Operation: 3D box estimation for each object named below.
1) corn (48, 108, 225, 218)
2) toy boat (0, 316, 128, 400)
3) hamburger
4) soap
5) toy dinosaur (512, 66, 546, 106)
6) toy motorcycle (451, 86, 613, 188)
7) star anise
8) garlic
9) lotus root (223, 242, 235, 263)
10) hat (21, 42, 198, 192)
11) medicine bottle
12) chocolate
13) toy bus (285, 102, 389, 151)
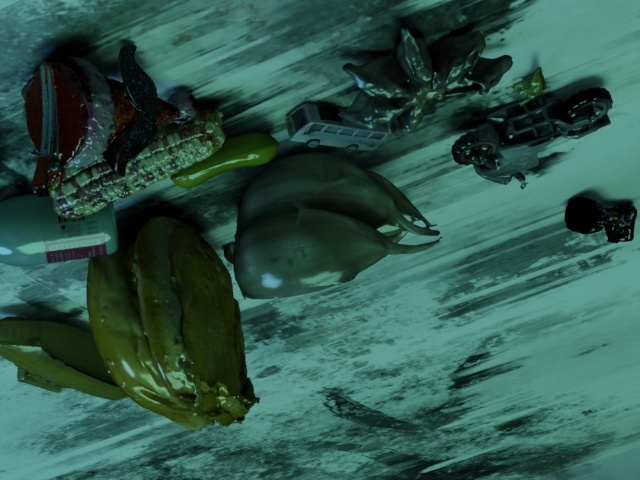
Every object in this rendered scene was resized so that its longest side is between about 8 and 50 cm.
[{"bbox_3d":[-0.220,-0.093,1.846,0.237,0.079,0.079,-20,155,14],"label":"corn"},{"bbox_3d":[-0.395,0.180,2.340,0.121,0.089,0.321,-12,158,27],"label":"toy boat"},{"bbox_3d":[-0.201,0.117,2.056,0.158,0.318,0.318,-22,154,12],"label":"hamburger"},{"bbox_3d":[-0.118,-0.101,1.891,0.140,0.045,0.089,-18,-170,4],"label":"soap"},{"bbox_3d":[0.260,-0.194,1.916,0.041,0.026,0.113,-23,164,6],"label":"toy dinosaur"},{"bbox_3d":[0.279,-0.131,2.002,0.215,0.080,0.122,-20,155,6],"label":"toy motorcycle"},{"bbox_3d":[0.109,-0.186,1.821,0.208,0.063,0.172,-27,150,29],"label":"star anise"},{"bbox_3d":[0.000,0.000,2.006,0.292,0.210,0.237,-16,150,28],"label":"garlic"},{"bbox_3d":[-0.099,0.022,2.208,0.083,0.030,0.037,-2,155,-20],"label":"lotus root"},{"bbox_3d":[-0.223,-0.135,1.718,0.227,0.140,0.129,-6,168,-44],"label":"hat"},{"bbox_3d":[-0.366,-0.013,1.932,0.217,0.090,0.090,-8,155,-9],"label":"medicine bottle"},{"bbox_3d":[0.428,-0.034,2.321,0.072,0.070,0.147,-40,156,28],"label":"chocolate"},{"bbox_3d":[0.022,-0.140,1.909,0.131,0.037,0.052,6,148,-36],"label":"toy bus"}]
